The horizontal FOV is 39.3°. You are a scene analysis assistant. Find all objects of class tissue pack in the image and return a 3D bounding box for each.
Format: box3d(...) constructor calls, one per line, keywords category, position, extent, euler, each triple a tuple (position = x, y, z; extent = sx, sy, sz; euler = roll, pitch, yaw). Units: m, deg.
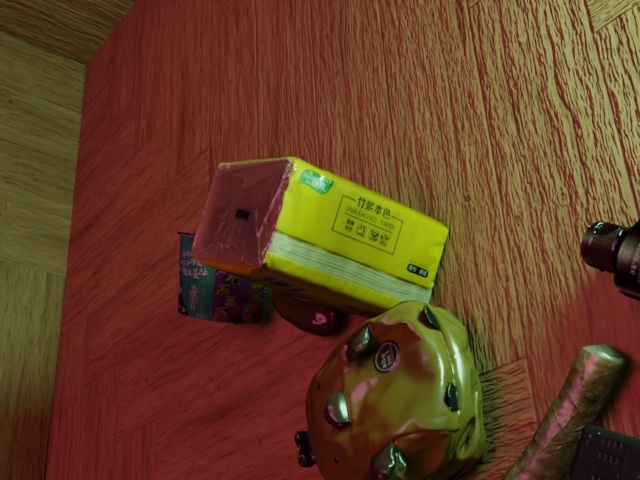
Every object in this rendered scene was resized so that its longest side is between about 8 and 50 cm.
box3d(category="tissue pack", position=(0.000, 0.000, 1.682), extent=(0.293, 0.381, 0.228), euler=(4, 75, 56))

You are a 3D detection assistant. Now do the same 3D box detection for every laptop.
box3d(category="laptop", position=(0.370, 0.301, 1.080), extent=(0.180, 0.016, 0.129), euler=(6, 75, 57))

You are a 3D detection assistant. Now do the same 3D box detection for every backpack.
box3d(category="backpack", position=(0.112, 0.292, 1.546), extent=(0.378, 0.201, 0.354), euler=(-47, 39, 33))

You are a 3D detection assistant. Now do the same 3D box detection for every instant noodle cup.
box3d(category="instant noodle cup", position=(-0.228, 0.090, 2.106), extent=(0.251, 0.251, 0.190), euler=(9, 91, 56))

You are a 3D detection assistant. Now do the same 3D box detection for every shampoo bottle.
box3d(category="shampoo bottle", position=(0.499, 0.039, 1.218), extent=(0.323, 0.084, 0.129), euler=(20, 89, 57))

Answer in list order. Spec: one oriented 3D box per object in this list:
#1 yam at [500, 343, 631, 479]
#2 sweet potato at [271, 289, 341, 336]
box3d(category="yam", position=(0.338, 0.308, 1.327), extent=(0.081, 0.081, 0.357), euler=(41, 108, 54))
box3d(category="sweet potato", position=(-0.038, 0.155, 1.943), extent=(0.273, 0.075, 0.075), euler=(14, 87, 60))
